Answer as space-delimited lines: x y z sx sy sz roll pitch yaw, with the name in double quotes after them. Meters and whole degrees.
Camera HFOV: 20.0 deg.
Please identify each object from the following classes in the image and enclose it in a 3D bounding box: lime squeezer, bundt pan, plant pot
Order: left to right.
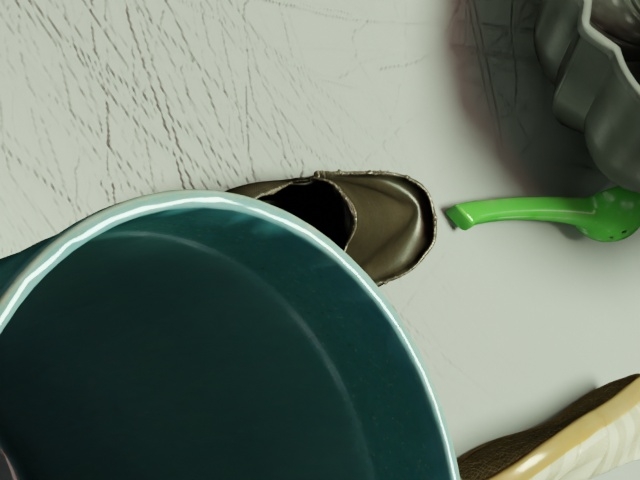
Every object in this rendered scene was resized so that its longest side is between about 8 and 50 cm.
-0.121 0.131 0.776 0.272 0.255 0.271 10 75 -44 "plant pot"
0.200 -0.064 1.298 0.110 0.059 0.310 38 51 6 "lime squeezer"
0.290 -0.127 1.262 0.331 0.124 0.330 11 52 -15 "bundt pan"

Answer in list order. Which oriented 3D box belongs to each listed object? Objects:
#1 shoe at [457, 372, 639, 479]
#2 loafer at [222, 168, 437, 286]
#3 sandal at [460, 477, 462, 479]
0.160 0.144 1.183 0.219 0.076 0.058 -20 91 -47 "shoe"
0.000 0.000 1.051 0.220 0.078 0.080 -12 90 -46 "loafer"
0.037 0.110 1.066 0.219 0.090 0.060 52 34 -23 "sandal"
